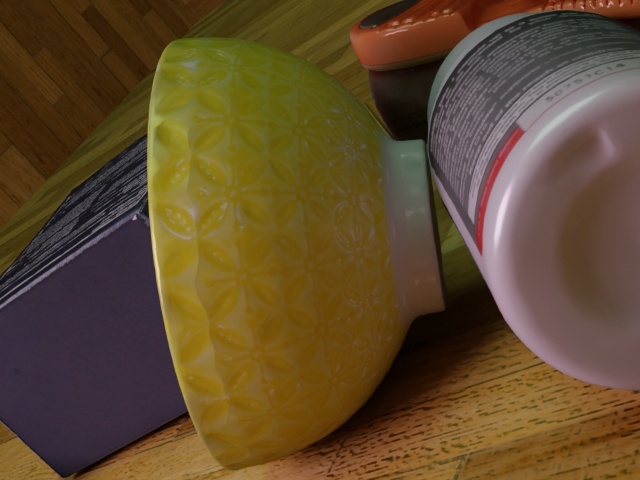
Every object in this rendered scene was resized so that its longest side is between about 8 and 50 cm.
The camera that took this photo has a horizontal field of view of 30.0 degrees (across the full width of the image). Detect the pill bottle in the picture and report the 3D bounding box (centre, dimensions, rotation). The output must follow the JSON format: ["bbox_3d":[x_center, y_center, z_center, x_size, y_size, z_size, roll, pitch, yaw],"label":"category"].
[{"bbox_3d":[0.149,-0.045,0.684,0.161,0.161,0.283,-38,17,9],"label":"pill bottle"}]

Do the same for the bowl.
[{"bbox_3d":[0.000,0.000,0.795,0.156,0.289,0.289,-7,24,7],"label":"bowl"}]

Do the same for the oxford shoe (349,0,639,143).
[{"bbox_3d":[0.202,-0.139,0.911,0.364,0.132,0.130,-2,27,36],"label":"oxford shoe"}]

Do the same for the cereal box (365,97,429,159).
[{"bbox_3d":[0.163,-0.181,1.191,0.240,0.047,0.173,-39,18,4],"label":"cereal box"}]

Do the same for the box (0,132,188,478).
[{"bbox_3d":[-0.150,0.025,1.113,0.296,0.182,0.294,-31,18,33],"label":"box"}]
